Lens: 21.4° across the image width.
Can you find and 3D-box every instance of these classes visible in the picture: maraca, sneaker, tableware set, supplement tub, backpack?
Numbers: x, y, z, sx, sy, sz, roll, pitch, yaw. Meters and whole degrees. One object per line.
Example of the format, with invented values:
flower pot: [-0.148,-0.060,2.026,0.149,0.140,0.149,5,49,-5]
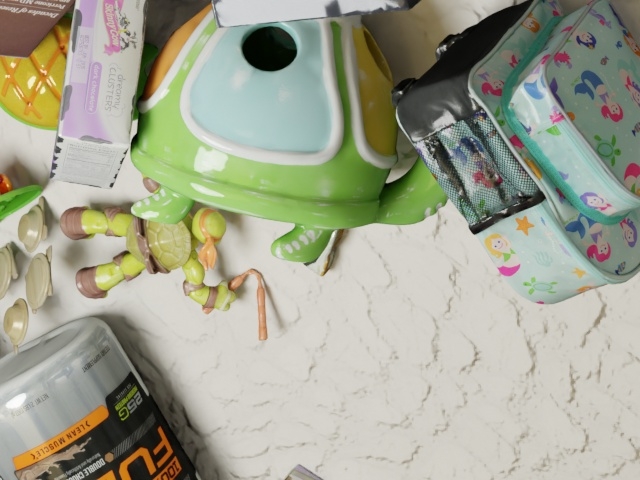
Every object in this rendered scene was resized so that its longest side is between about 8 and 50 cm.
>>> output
maraca: [-0.264,-0.180,1.809,0.185,0.099,0.127,0,104,4]
sneaker: [0.000,0.000,1.801,0.037,0.032,0.083,29,125,12]
tableware set: [-0.345,0.042,1.964,0.169,0.020,0.141,-51,43,41]
supplement tub: [-0.259,0.278,1.980,0.207,0.207,0.338,-21,105,35]
backpack: [0.216,-0.079,1.526,0.191,0.225,0.253,-17,110,39]

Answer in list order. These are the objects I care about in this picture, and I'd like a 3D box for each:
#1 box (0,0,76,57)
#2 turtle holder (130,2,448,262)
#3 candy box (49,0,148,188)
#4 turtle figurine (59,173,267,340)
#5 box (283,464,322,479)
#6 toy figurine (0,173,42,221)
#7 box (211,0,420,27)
box: [-0.267,-0.355,1.621,0.381,0.143,0.191,-36,61,42]
turtle holder: [-0.020,-0.115,1.625,0.320,0.243,0.227,21,107,27]
candy box: [-0.218,-0.153,1.663,0.070,0.165,0.196,9,168,-10]
turtle figurine: [-0.177,0.010,1.866,0.217,0.087,0.270,-13,109,33]
box: [0.082,0.377,1.939,0.324,0.063,0.067,31,127,10]
toy figurine: [-0.419,-0.092,1.949,0.159,0.130,0.173,62,151,4]
box: [0.029,-0.379,1.390,0.179,0.343,0.313,0,116,28]
